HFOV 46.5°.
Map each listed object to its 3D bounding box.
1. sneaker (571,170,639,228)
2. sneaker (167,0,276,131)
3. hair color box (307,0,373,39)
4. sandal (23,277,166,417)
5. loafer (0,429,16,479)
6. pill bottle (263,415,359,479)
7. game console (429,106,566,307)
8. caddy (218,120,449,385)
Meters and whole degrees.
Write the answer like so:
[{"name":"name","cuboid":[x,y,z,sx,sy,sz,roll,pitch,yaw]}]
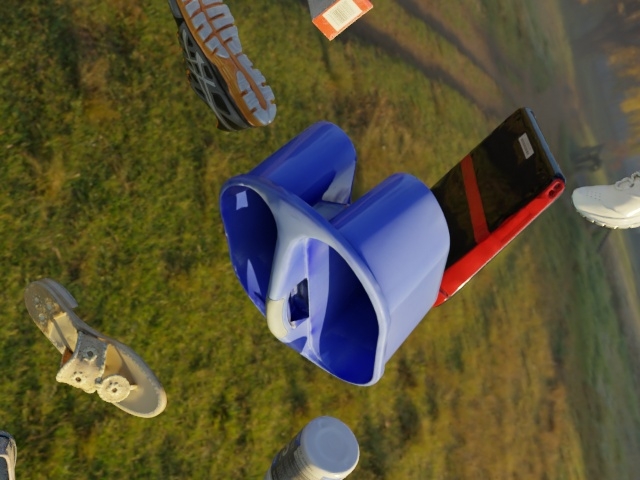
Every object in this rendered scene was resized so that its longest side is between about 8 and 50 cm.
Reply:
[{"name":"sneaker","cuboid":[0.636,-0.098,1.426,0.111,0.297,0.129,-67,150,-52]},{"name":"sneaker","cuboid":[-0.143,-0.233,0.959,0.084,0.083,0.215,-43,110,-51]},{"name":"hair color box","cuboid":[0.027,-0.424,1.267,0.053,0.093,0.167,38,29,-37]},{"name":"sandal","cuboid":[-0.302,0.145,0.914,0.240,0.088,0.079,42,29,14]},{"name":"loafer","cuboid":[-0.268,0.221,0.609,0.045,0.039,0.125,-1,100,-27]},{"name":"pill bottle","cuboid":[-0.016,0.284,0.934,0.078,0.137,0.078,19,45,-20]},{"name":"game console","cuboid":[0.298,-0.069,1.408,0.060,0.342,0.386,40,25,-15]},{"name":"caddy","cuboid":[0.001,0.034,0.857,0.179,0.241,0.341,-44,156,-24]}]
